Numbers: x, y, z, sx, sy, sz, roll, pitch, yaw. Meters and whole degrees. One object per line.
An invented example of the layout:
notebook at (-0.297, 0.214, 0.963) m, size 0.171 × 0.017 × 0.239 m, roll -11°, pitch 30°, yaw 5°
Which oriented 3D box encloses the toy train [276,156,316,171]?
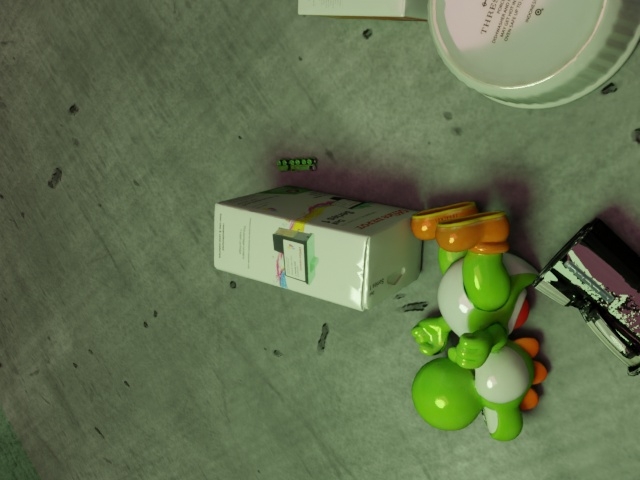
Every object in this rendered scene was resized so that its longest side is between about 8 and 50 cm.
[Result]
toy train at (-0.042, -0.134, 1.098) m, size 0.083 × 0.017 × 0.023 m, roll 3°, pitch 116°, yaw 33°

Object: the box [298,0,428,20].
box at (0.073, -0.363, 0.882) m, size 0.171 × 0.130 × 0.091 m, roll 14°, pitch 111°, yaw 31°

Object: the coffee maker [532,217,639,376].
coffee maker at (0.400, 0.055, 0.812) m, size 0.178 × 0.120 × 0.171 m, roll 45°, pitch 100°, yaw 13°

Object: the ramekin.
ramekin at (0.260, -0.299, 0.778) m, size 0.273 × 0.127 × 0.272 m, roll 10°, pitch 110°, yaw 31°

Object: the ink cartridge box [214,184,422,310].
ink cartridge box at (0.000, 0.000, 0.994) m, size 0.278 × 0.201 × 0.117 m, roll 13°, pitch 109°, yaw 30°

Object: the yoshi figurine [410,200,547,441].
yoshi figurine at (0.200, 0.138, 0.913) m, size 0.203 × 0.204 × 0.362 m, roll -3°, pitch 106°, yaw 39°
